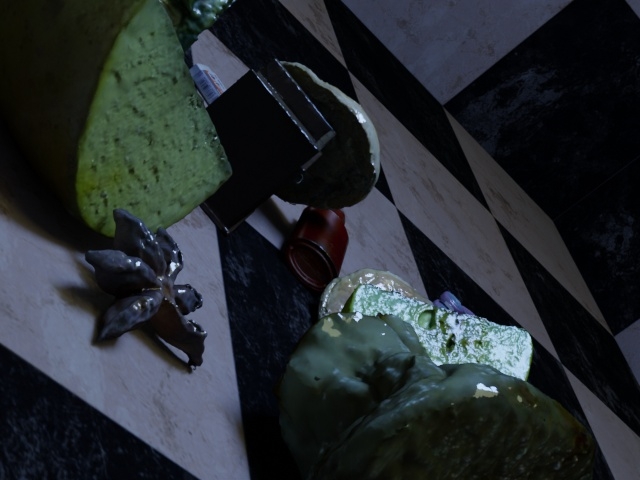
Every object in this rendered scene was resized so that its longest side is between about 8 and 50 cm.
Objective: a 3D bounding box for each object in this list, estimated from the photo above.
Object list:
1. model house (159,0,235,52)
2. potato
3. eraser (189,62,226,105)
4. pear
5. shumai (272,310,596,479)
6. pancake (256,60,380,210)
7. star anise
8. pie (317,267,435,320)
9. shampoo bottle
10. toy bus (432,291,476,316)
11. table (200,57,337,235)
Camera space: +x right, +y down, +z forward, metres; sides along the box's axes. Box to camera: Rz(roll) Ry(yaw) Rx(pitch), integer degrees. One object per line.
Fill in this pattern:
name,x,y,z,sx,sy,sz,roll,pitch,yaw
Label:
model house,-0.286,-0.442,1.937,0.266,0.261,0.321,41,15,-26
potato,-0.300,-0.173,1.489,0.280,0.213,0.330,33,-22,31
eraser,-0.181,-0.252,2.205,0.122,0.029,0.052,56,17,13
pear,0.141,0.217,1.753,0.293,0.159,0.292,10,49,-12
shumai,0.102,0.238,1.495,0.397,0.324,0.323,42,4,-45
pancake,-0.025,-0.158,2.028,0.282,0.282,0.049,51,49,-3
star anise,-0.191,0.046,1.431,0.208,0.063,0.171,28,49,-56
pie,0.083,0.126,1.935,0.185,0.052,0.218,35,49,-2
shampoo bottle,0.000,0.000,2.095,0.102,0.064,0.260,48,16,-8
toy bus,0.198,0.182,2.101,0.142,0.142,0.202,52,16,4
table,-0.101,-0.141,1.895,0.172,0.193,0.169,50,16,-4
